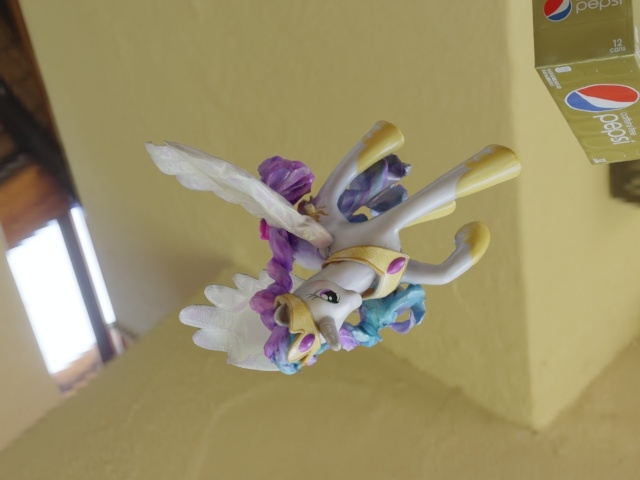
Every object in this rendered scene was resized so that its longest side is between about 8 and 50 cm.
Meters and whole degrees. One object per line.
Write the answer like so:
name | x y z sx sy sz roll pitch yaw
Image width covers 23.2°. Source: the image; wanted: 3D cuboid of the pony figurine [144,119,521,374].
pony figurine | 0.000 0.000 1.756 0.363 0.303 0.351 -36 -145 -31

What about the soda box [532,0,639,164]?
soda box | 0.183 -0.105 0.988 0.061 0.181 0.058 -6 -107 19
